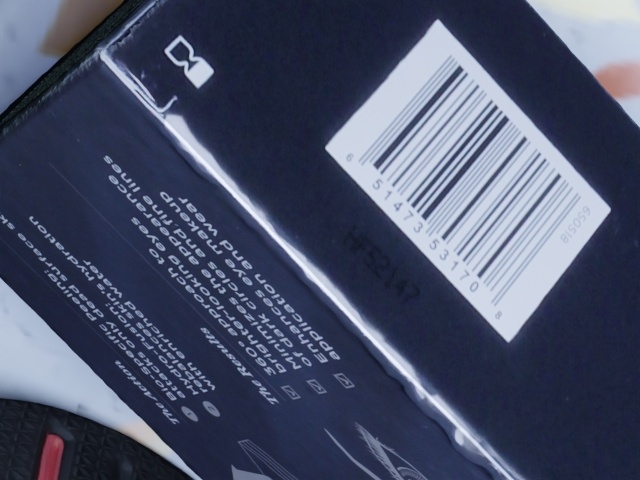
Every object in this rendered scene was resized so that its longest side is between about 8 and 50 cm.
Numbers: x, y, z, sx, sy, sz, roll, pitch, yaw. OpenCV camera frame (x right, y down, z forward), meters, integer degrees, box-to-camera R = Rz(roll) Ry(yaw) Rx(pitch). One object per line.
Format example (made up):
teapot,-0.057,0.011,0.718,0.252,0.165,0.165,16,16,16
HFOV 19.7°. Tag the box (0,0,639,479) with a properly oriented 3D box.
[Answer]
box,0.000,0.000,0.470,0.156,0.158,0.093,47,64,-11

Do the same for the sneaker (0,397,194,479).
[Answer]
sneaker,-0.044,0.190,0.563,0.136,0.116,0.314,-36,103,14
